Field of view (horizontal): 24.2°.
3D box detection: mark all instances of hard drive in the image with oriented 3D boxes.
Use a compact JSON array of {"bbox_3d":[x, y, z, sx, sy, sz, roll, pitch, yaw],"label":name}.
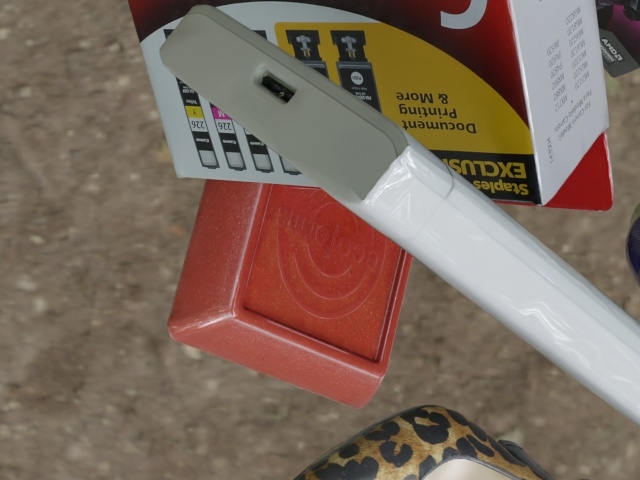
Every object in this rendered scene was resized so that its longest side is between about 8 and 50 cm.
[{"bbox_3d":[0.089,0.010,0.830,0.353,0.233,0.047,36,92,-37],"label":"hard drive"}]

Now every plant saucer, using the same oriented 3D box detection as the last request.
[{"bbox_3d":[0.000,0.000,1.346,0.258,0.048,0.259,26,73,-42],"label":"plant saucer"}]

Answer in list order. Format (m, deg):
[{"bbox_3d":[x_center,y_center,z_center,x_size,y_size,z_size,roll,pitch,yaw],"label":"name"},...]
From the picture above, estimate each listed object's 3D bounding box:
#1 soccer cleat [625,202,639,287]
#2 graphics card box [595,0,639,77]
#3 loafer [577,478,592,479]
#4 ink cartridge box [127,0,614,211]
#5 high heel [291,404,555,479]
[{"bbox_3d":[0.370,0.005,1.106,0.289,0.121,0.093,3,121,-2],"label":"soccer cleat"},{"bbox_3d":[0.368,-0.321,1.526,0.233,0.371,0.094,49,64,-13],"label":"graphics card box"},{"bbox_3d":[0.283,0.373,1.584,0.094,0.087,0.251,31,45,-36],"label":"loafer"},{"bbox_3d":[0.036,-0.121,1.065,0.130,0.309,0.272,-44,129,-45],"label":"ink cartridge box"},{"bbox_3d":[0.110,0.186,0.890,0.261,0.186,0.093,9,116,-49],"label":"high heel"}]
